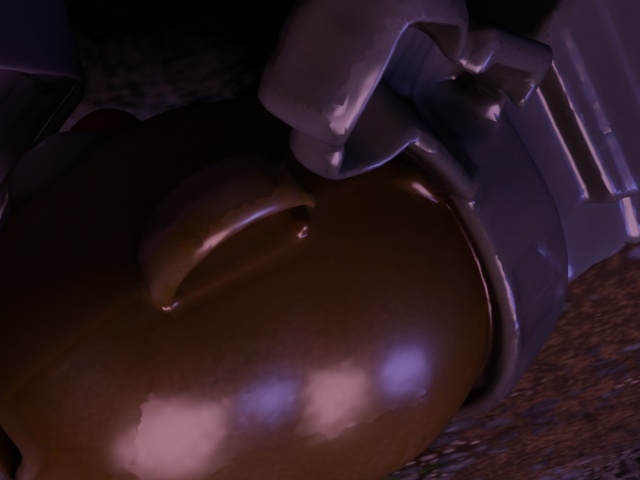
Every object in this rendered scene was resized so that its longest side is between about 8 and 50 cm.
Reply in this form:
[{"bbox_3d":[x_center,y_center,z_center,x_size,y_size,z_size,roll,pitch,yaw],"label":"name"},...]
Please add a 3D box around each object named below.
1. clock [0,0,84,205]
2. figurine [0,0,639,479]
[{"bbox_3d":[-0.198,-0.055,0.568,0.193,0.073,0.144,4,148,-35],"label":"clock"},{"bbox_3d":[0.001,0.000,0.595,0.285,0.167,0.342,-37,144,-28],"label":"figurine"}]
